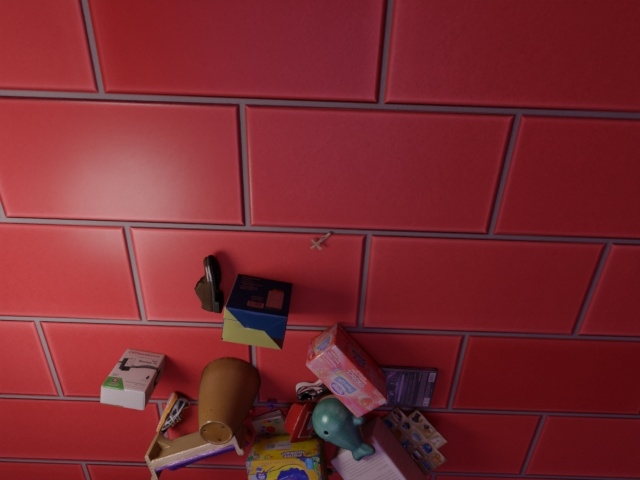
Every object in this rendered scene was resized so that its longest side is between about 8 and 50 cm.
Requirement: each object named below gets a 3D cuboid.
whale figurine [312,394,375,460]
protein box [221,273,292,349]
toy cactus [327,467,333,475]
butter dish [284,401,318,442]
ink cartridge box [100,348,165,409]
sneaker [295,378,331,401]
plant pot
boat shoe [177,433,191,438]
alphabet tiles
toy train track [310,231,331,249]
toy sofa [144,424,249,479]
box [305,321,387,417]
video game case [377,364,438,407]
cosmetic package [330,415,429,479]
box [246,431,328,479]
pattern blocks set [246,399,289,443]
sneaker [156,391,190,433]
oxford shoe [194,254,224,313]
[{"bbox_3d":[0.081,0.721,1.527,0.216,0.141,0.272,-40,84,28],"label":"whale figurine"},{"bbox_3d":[-0.207,0.234,1.360,0.200,0.201,0.135,10,115,-4],"label":"protein box"},{"bbox_3d":[-0.049,0.989,1.783,0.219,0.112,0.180,12,105,4],"label":"toy cactus"},{"bbox_3d":[-0.092,0.708,1.622,0.119,0.160,0.160,15,76,30],"label":"butter dish"},{"bbox_3d":[-0.681,0.503,1.491,0.153,0.208,0.086,11,112,-5],"label":"ink cartridge box"},{"bbox_3d":[-0.010,0.599,1.600,0.179,0.077,0.071,-16,115,7],"label":"sneaker"},{"bbox_3d":[-0.360,0.614,1.515,0.238,0.254,0.236,1,116,1],"label":"plant pot"},{"bbox_3d":[-0.549,0.886,1.731,0.258,0.095,0.095,-28,112,13],"label":"boat shoe"},{"bbox_3d":[0.343,0.864,1.697,0.285,0.011,0.342,46,109,7],"label":"alphabet tiles"},{"bbox_3d":[0.000,0.000,1.352,0.083,0.014,0.048,-39,102,11],"label":"toy train track"},{"bbox_3d":[-0.472,0.823,1.594,0.363,0.150,0.176,-17,100,-2],"label":"toy sofa"},{"bbox_3d":[0.099,0.473,1.483,0.142,0.154,0.300,-37,104,17],"label":"box"},{"bbox_3d":[0.314,0.583,1.618,0.275,0.026,0.195,4,115,0],"label":"video game case"},{"bbox_3d":[0.280,0.981,1.643,0.230,0.161,0.453,-39,85,18],"label":"cosmetic package"},{"bbox_3d":[-0.123,0.959,1.647,0.291,0.177,0.278,-7,97,4],"label":"box"},{"bbox_3d":[-0.201,0.800,1.725,0.286,0.026,0.324,-8,115,5],"label":"pattern blocks set"},{"bbox_3d":[-0.607,0.720,1.663,0.083,0.084,0.214,23,113,-16],"label":"sneaker"},{"bbox_3d":[-0.391,0.152,1.391,0.096,0.082,0.226,5,114,3],"label":"oxford shoe"}]
